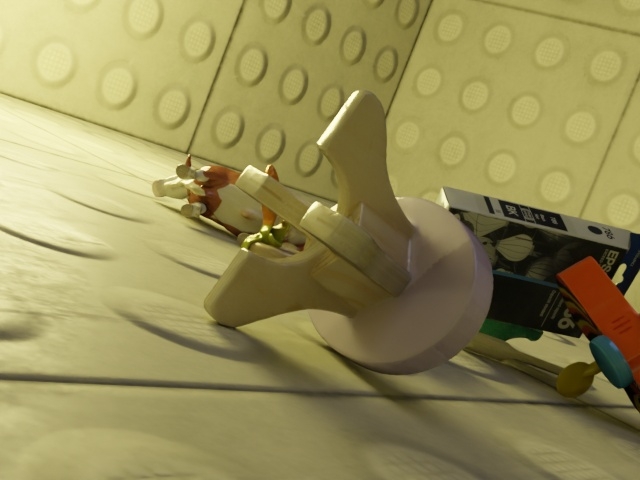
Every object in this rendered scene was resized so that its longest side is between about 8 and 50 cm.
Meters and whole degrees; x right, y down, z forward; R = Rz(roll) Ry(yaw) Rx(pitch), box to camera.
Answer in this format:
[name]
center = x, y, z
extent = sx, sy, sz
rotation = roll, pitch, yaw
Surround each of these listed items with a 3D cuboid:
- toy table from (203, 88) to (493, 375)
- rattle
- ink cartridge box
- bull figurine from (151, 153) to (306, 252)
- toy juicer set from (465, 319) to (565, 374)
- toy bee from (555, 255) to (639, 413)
[toy table]
center = 0.024, 0.003, 0.868
extent = 0.161, 0.252, 0.274
rotation = 37, -14, -28
[rattle]
center = 0.000, 0.000, 1.273
extent = 0.200, 0.142, 0.130
rotation = 16, -14, 12
[ink cartridge box]
center = 0.298, 0.040, 1.267
extent = 0.333, 0.165, 0.065
rotation = 11, 31, -12
[bull figurine]
center = -0.145, -0.060, 1.485
extent = 0.310, 0.101, 0.188
rotation = 20, 9, 10
[toy juicer set]
center = 0.216, 0.099, 1.357
extent = 0.209, 0.089, 0.329
rotation = 18, 6, -32
[toy bee]
center = 0.399, 0.170, 1.160
extent = 0.195, 0.298, 0.162
rotation = -13, -41, 11
